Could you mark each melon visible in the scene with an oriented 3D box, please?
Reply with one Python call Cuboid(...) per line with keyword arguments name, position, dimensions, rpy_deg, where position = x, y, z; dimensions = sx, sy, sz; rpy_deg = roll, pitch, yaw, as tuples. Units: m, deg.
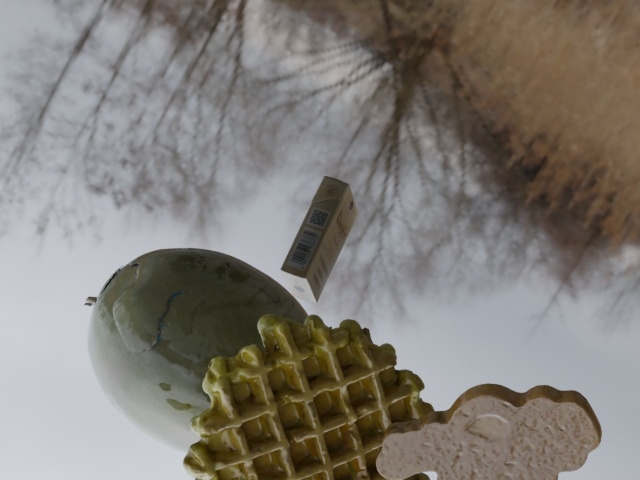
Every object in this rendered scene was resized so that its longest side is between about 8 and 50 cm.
Cuboid(name="melon", position=(-0.158, 0.148, 1.626), dimensions=(0.330, 0.268, 0.268), rpy_deg=(26, -168, -9))

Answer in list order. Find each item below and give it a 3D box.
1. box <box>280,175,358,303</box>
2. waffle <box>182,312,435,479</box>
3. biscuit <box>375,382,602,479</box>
Cuboid(name="box", position=(0.000, 0.000, 0.925), dimensions=(0.024, 0.083, 0.053), rpy_deg=(17, 159, 16))
Cuboid(name="waffle", position=(-0.010, 0.233, 1.388), dimensions=(0.329, 0.329, 0.062), rpy_deg=(24, 180, -26))
Cuboid(name="biscuit", position=(0.174, 0.218, 1.270), dimensions=(0.144, 0.236, 0.040), rpy_deg=(56, -157, -18))
